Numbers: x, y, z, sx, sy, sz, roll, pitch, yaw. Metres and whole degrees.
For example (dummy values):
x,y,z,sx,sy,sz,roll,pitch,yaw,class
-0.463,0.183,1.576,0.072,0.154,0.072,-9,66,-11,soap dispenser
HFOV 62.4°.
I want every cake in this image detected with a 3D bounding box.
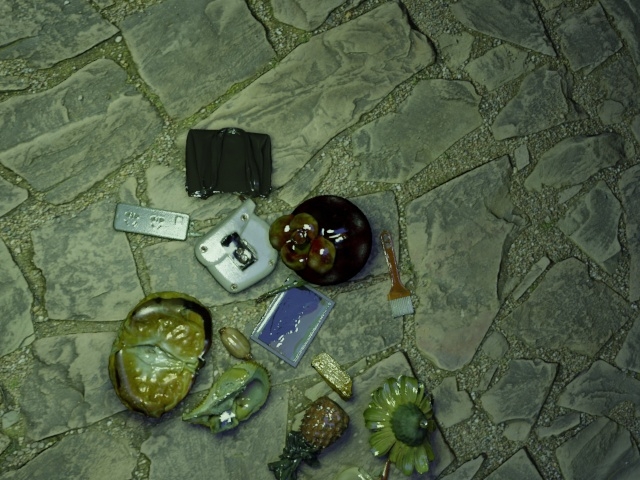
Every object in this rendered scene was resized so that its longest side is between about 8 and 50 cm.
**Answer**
x,y,z,sx,sy,sz,roll,pitch,yaw,class
0.052,0.468,1.812,0.184,0.116,0.080,34,70,26,cake

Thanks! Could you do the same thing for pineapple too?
x,y,z,sx,sy,sz,roll,pitch,yaw,class
-0.035,0.664,1.725,0.310,0.141,0.170,-49,120,-6,pineapple

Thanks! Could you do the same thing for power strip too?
x,y,z,sx,sy,sz,roll,pitch,yaw,class
-0.525,-0.055,1.736,0.287,0.053,0.093,9,81,-10,power strip

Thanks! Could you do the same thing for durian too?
x,y,z,sx,sy,sz,roll,pitch,yaw,class
-0.281,0.501,1.667,0.306,0.166,0.172,-29,88,-5,durian

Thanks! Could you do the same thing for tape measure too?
x,y,z,sx,sy,sz,roll,pitch,yaw,class
-0.268,0.023,1.746,0.258,0.130,0.265,-43,94,-16,tape measure

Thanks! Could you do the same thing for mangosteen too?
x,y,z,sx,sy,sz,roll,pitch,yaw,class
0.000,0.000,1.699,0.346,0.306,0.307,-6,83,-50,mangosteen

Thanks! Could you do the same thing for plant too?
x,y,z,sx,sy,sz,roll,pitch,yaw,class
0.313,0.595,1.776,0.306,0.297,0.261,47,41,12,plant

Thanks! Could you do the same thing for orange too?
x,y,z,sx,sy,sz,roll,pitch,yaw,class
-0.499,0.328,1.611,0.270,0.210,0.369,28,79,-32,orange

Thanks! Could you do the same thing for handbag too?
x,y,z,sx,sy,sz,roll,pitch,yaw,class
-0.301,-0.249,1.747,0.285,0.113,0.257,1,62,-13,handbag

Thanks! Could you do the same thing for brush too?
x,y,z,sx,sy,sz,roll,pitch,yaw,class
0.265,0.118,1.911,0.090,0.017,0.315,-11,86,-16,brush

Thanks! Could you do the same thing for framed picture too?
x,y,z,sx,sy,sz,roll,pitch,yaw,class
-0.095,0.272,1.811,0.192,0.018,0.266,33,78,-6,framed picture

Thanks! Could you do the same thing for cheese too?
x,y,z,sx,sy,sz,roll,pitch,yaw,class
0.083,0.858,1.743,0.137,0.064,0.227,41,96,29,cheese

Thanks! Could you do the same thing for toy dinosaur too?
x,y,z,sx,sy,sz,roll,pitch,yaw,class
0.193,0.846,1.789,0.212,0.057,0.143,-24,101,-13,toy dinosaur

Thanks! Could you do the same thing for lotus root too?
x,y,z,sx,sy,sz,roll,pitch,yaw,class
-0.275,0.340,1.739,0.073,0.062,0.150,-43,94,-6,lotus root

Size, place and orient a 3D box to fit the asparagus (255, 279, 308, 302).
x,y,z,sx,sy,sz,roll,pitch,yaw,class
-0.108,0.161,1.803,0.248,0.025,0.024,-19,129,-14,asparagus
